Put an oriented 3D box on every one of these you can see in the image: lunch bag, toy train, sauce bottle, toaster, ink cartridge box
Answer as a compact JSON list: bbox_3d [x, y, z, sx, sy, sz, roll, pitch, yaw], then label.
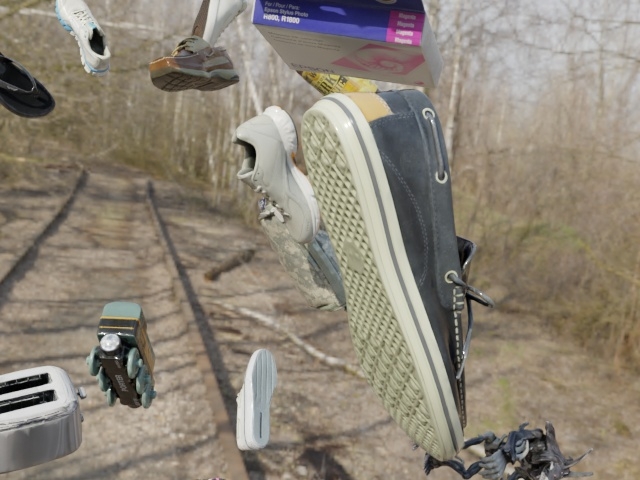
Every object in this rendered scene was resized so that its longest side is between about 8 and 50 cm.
[{"bbox_3d":[0.000,0.000,1.750,0.213,0.305,0.256,-31,6,8],"label":"lunch bag"},{"bbox_3d":[-0.501,0.307,2.010,0.142,0.190,0.334,3,-37,4],"label":"toy train"},{"bbox_3d":[0.010,-0.442,2.003,0.344,0.111,0.111,36,2,-9],"label":"sauce bottle"},{"bbox_3d":[-0.532,0.316,1.369,0.227,0.146,0.129,-8,43,-30],"label":"toaster"},{"bbox_3d":[0.048,-0.382,1.444,0.324,0.071,0.330,12,-3,17],"label":"ink cartridge box"}]

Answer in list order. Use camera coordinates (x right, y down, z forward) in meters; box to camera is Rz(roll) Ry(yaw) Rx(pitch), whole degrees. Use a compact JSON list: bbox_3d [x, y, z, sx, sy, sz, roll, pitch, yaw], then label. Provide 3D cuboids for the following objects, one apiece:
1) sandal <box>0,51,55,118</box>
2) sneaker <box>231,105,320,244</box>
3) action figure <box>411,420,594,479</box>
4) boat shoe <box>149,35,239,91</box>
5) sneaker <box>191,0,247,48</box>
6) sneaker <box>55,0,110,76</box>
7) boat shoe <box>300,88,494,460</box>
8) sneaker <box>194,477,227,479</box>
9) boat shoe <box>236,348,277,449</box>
[{"bbox_3d":[-0.679,-0.357,1.652,0.054,0.097,0.254,-14,-48,45],"label":"sandal"},{"bbox_3d":[-0.090,-0.104,1.412,0.121,0.262,0.099,-28,19,-28],"label":"sneaker"},{"bbox_3d":[0.294,0.370,1.261,0.276,0.164,0.141,2,33,30],"label":"action figure"},{"bbox_3d":[-0.317,-0.436,1.901,0.123,0.119,0.324,-12,4,22],"label":"boat shoe"},{"bbox_3d":[-0.264,-0.607,2.094,0.123,0.290,0.106,12,16,-33],"label":"sneaker"},{"bbox_3d":[-0.485,-0.444,1.609,0.071,0.190,0.083,-30,2,-31],"label":"sneaker"},{"bbox_3d":[0.116,0.050,0.946,0.156,0.500,0.187,-24,20,-22],"label":"boat shoe"},{"bbox_3d":[-0.135,0.415,1.155,0.077,0.178,0.072,-3,30,48],"label":"sneaker"},{"bbox_3d":[-0.154,0.350,1.706,0.076,0.226,0.083,-23,-43,36],"label":"boat shoe"}]
